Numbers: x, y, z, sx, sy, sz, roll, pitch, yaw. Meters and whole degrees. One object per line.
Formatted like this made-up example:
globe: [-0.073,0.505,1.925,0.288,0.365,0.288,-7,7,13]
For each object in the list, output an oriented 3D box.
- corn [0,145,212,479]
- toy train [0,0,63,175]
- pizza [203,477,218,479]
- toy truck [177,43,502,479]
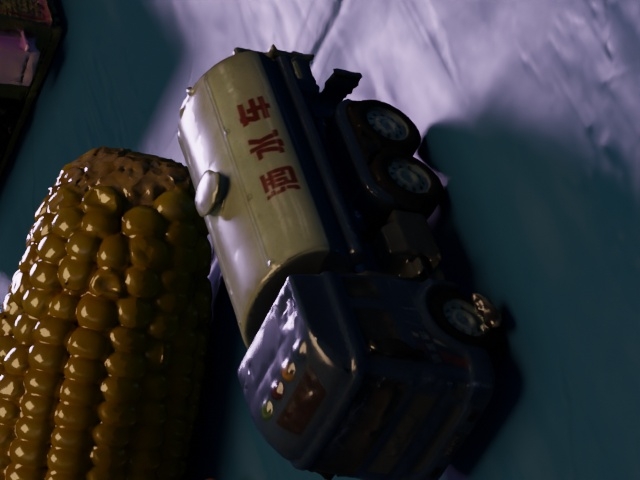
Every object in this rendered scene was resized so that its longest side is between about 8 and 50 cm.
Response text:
corn: [-0.122,0.114,0.930,0.119,0.119,0.321,12,92,63]
toy train: [-0.272,-0.112,1.274,0.261,0.134,0.177,-60,34,35]
pizza: [-0.057,0.204,0.865,0.176,0.036,0.184,-46,42,48]
toy truck: [0.000,0.000,0.762,0.074,0.088,0.201,-59,34,33]
